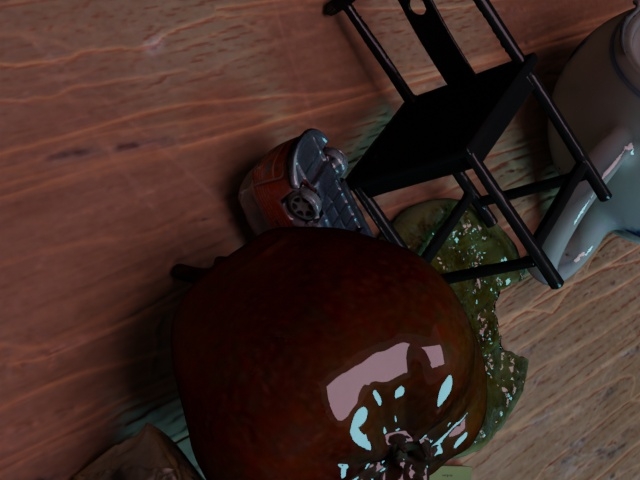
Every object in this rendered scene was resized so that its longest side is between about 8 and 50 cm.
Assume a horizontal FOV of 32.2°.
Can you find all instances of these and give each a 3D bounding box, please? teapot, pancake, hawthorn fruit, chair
[{"bbox_3d":[0.358,-0.098,1.149,0.424,0.252,0.280,-39,152,-25],"label":"teapot"},{"bbox_3d":[0.118,0.081,1.018,0.253,0.037,0.254,3,86,-46],"label":"pancake"},{"bbox_3d":[-0.015,0.076,0.756,0.208,0.248,0.208,-29,142,-26],"label":"hawthorn fruit"},{"bbox_3d":[0.103,-0.089,0.905,0.260,0.154,0.141,53,50,-20],"label":"chair"}]

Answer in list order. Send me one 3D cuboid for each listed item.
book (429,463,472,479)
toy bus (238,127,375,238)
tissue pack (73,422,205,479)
[{"bbox_3d":[0.109,0.261,1.014,0.077,0.014,0.111,13,78,-43],"label":"book"},{"bbox_3d":[0.000,0.000,0.874,0.174,0.077,0.079,60,36,-23],"label":"toy bus"},{"bbox_3d":[-0.068,0.249,0.721,0.090,0.186,0.222,-32,116,-5],"label":"tissue pack"}]
